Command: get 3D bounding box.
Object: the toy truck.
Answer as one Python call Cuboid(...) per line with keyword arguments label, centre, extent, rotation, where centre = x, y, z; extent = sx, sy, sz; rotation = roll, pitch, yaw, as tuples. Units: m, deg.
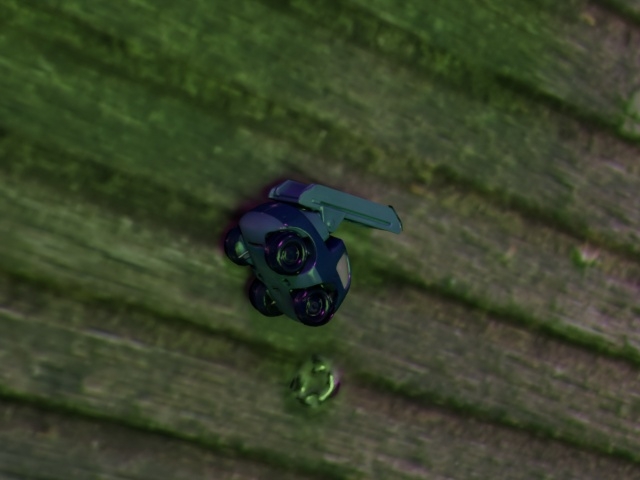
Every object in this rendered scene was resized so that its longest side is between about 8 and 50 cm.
Cuboid(label="toy truck", centre=(0.000, 0.000, 0.838), extent=(0.090, 0.056, 0.073), rotation=(-38, 119, -27))
